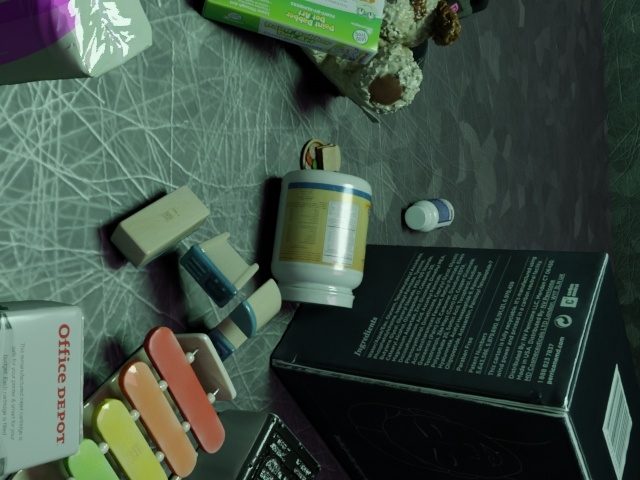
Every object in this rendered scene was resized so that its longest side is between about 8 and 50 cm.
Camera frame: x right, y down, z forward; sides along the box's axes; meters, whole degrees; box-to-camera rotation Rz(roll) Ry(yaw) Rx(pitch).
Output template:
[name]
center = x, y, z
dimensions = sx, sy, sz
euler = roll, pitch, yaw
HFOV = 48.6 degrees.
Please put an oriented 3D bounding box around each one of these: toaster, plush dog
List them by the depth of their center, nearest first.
[toaster]
center = -0.100, 0.357, 1.015
dimensions = 0.168, 0.110, 0.185
euler = 58, 48, -38
[plush dog]
center = 0.099, -0.342, 1.156
dimensions = 0.225, 0.262, 0.210
euler = -47, 170, 4

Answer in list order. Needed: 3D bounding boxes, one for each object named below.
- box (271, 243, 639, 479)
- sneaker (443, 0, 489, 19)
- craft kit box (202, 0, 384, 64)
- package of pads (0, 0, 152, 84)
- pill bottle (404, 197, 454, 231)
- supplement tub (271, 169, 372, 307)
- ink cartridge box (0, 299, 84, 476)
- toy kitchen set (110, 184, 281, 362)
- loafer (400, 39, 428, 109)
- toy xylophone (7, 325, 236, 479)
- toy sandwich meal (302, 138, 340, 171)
[box]
center = 0.256, 0.270, 1.200
dimensions = 0.297, 0.472, 0.479
euler = -60, 136, -35
[sneaker]
center = 0.233, -0.529, 1.374
dimensions = 0.483, 0.185, 0.202
euler = -18, 102, -52
[craft kit box]
center = -0.021, -0.404, 1.012
dimensions = 0.250, 0.061, 0.246
euler = 13, 76, -14
[package of pads]
center = -0.297, -0.280, 0.601
dimensions = 0.101, 0.229, 0.296
euler = -45, 128, -40
[pill bottle]
center = 0.227, -0.053, 1.490
dimensions = 0.120, 0.067, 0.067
euler = -10, 100, -54
[supplement tub]
center = 0.000, 0.000, 1.106
dimensions = 0.144, 0.144, 0.199
euler = 15, 80, -54
[ink cartridge box]
center = -0.345, 0.144, 0.672
dimensions = 0.219, 0.093, 0.160
euler = 1, 92, -55
[toy kitchen set]
center = -0.180, 0.069, 0.930
dimensions = 0.207, 0.166, 0.122
euler = 48, 43, 2
[loafer]
center = 0.173, -0.339, 1.416
dimensions = 0.061, 0.062, 0.170
euler = 75, 37, -60
[toy xylophone]
center = -0.224, 0.265, 0.859
dimensions = 0.322, 0.081, 0.236
euler = -55, 134, -35
[toy sandwich meal]
center = 0.002, -0.133, 1.200
dimensions = 0.086, 0.029, 0.085
euler = -5, 96, -55
